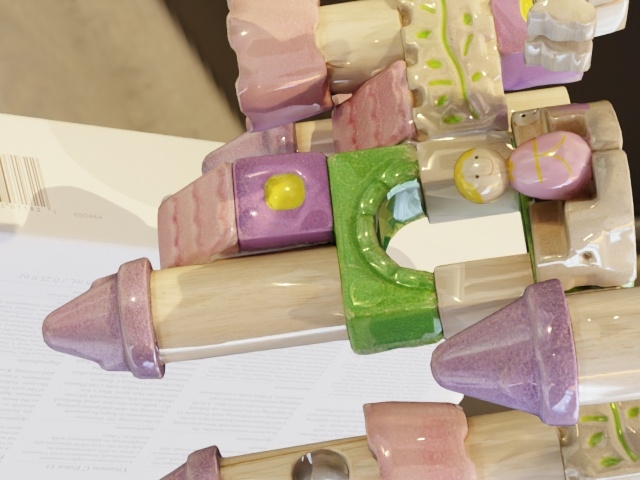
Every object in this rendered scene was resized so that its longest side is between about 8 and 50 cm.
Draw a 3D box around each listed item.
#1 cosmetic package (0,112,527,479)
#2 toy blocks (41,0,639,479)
[{"bbox_3d":[-0.098,0.067,1.121,0.377,0.284,0.097,7,45,-30],"label":"cosmetic package"},{"bbox_3d":[0.000,0.000,0.828,0.260,0.309,0.288,-7,64,2],"label":"toy blocks"}]
